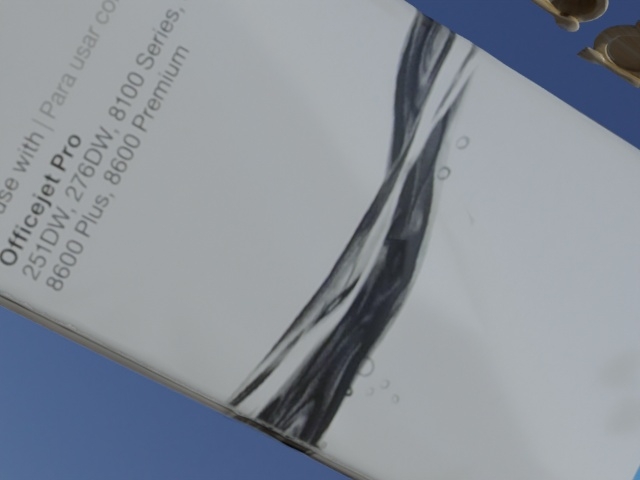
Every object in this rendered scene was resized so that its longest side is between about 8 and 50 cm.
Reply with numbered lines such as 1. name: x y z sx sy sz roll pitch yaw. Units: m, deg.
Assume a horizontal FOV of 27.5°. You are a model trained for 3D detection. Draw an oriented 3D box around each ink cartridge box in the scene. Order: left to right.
1. ink cartridge box: 0.000 0.000 0.587 0.395 0.166 0.285 29 -4 -18

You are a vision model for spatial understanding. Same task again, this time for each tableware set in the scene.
1. tableware set: 0.241 -0.169 0.962 0.141 0.020 0.168 36 -28 -26
